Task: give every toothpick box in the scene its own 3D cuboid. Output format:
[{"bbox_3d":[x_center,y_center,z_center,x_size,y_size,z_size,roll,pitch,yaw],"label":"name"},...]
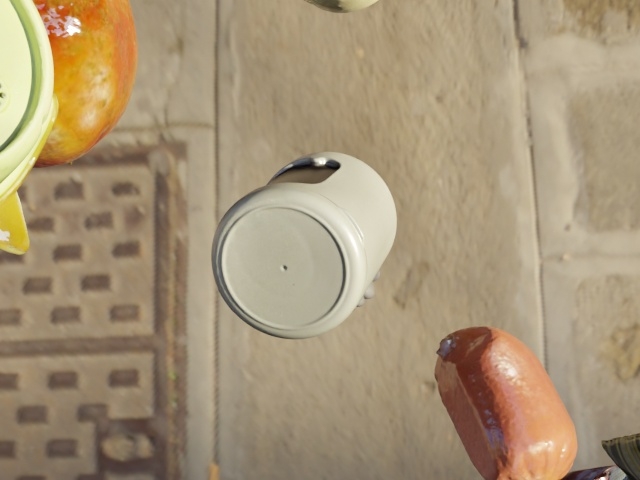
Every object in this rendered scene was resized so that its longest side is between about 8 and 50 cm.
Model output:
[{"bbox_3d":[0.000,0.000,1.636,0.229,0.316,0.228,5,108,15],"label":"toothpick box"}]

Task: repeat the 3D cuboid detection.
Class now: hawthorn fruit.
[{"bbox_3d":[-0.494,-0.291,1.974,0.403,0.403,0.402,-1,76,5],"label":"hawthorn fruit"}]

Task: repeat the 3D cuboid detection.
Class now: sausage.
[{"bbox_3d":[0.242,0.219,1.509,0.148,0.148,0.254,-17,52,1],"label":"sausage"}]

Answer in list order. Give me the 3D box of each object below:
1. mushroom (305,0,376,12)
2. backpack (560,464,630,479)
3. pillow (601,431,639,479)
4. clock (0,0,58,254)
[{"bbox_3d":[0.008,-0.343,1.122,0.202,0.246,0.246,-28,75,17],"label":"mushroom"},{"bbox_3d":[0.304,0.465,1.564,0.197,0.283,0.317,34,60,-16],"label":"backpack"},{"bbox_3d":[0.365,0.224,1.147,0.113,0.203,0.038,46,65,0],"label":"pillow"},{"bbox_3d":[-0.342,-0.141,0.918,0.286,0.117,0.348,-18,84,-42],"label":"clock"}]
